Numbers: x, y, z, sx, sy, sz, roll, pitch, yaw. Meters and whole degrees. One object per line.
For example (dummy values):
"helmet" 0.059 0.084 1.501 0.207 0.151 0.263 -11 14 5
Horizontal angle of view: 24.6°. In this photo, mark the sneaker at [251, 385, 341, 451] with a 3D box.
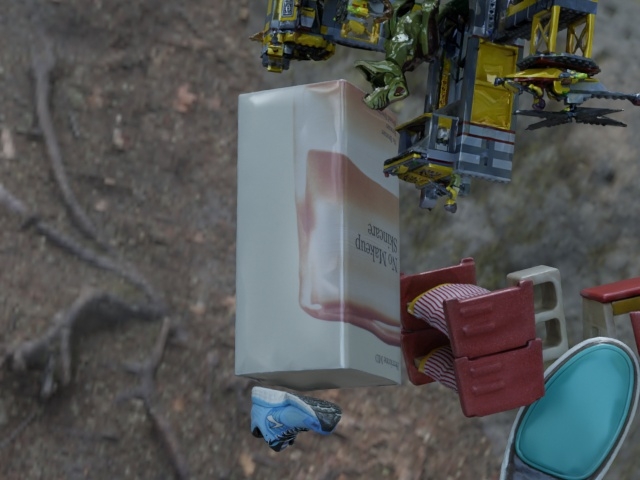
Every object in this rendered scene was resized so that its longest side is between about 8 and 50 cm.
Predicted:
"sneaker" -0.031 0.219 1.751 0.063 0.162 0.073 17 81 -30

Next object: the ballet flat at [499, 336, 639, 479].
"ballet flat" 0.298 0.313 1.916 0.139 0.139 0.400 23 85 4

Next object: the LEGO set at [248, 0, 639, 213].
"LEGO set" 0.080 -0.129 1.160 0.254 0.331 0.192 11 81 -25

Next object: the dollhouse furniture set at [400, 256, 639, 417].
"dollhouse furniture set" 0.298 0.092 1.867 0.374 0.152 0.201 -12 11 -17

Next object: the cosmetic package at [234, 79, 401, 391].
"cosmetic package" 0.000 0.000 1.521 0.129 0.153 0.296 -5 77 24
